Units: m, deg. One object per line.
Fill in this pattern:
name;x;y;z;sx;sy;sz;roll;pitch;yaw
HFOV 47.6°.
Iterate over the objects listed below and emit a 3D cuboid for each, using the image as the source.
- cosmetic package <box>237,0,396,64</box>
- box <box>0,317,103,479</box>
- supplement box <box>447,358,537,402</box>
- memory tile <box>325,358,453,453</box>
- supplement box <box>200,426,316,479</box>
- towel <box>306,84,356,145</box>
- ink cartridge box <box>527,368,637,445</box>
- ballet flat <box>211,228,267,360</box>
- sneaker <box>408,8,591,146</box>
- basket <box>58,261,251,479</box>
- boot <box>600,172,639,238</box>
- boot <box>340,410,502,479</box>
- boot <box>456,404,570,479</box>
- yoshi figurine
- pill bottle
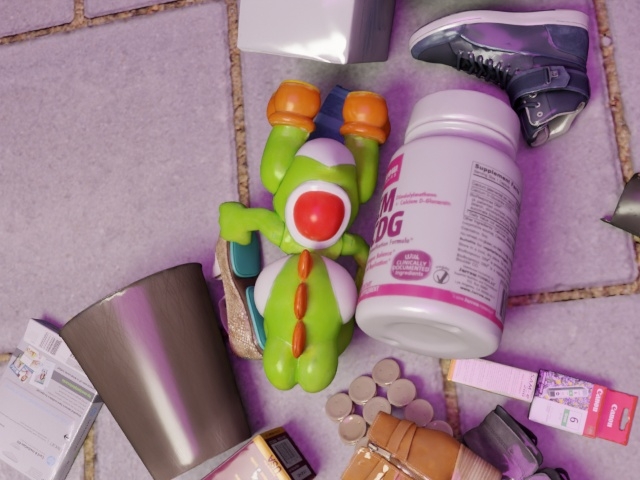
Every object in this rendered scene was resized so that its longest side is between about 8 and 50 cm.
cosmetic package;0.013;-0.335;0.878;0.138;0.225;0.224;11;108;13
box;-0.380;0.223;1.003;0.145;0.038;0.186;25;86;16
supplement box;0.204;0.163;0.864;0.098;0.062;0.036;13;83;16
memory tile;0.079;0.219;0.873;0.113;0.012;0.148;-36;47;-4
supplement box;-0.109;0.320;0.888;0.188;0.104;0.081;-40;75;4
towel;0.021;-0.146;0.978;0.067;0.029;0.119;27;87;16
ink cartridge box;0.308;0.196;0.851;0.115;0.029;0.062;14;83;15
ballet flat;-0.112;0.059;0.956;0.067;0.073;0.206;-20;71;29
sneaker;0.223;-0.200;0.911;0.226;0.086;0.163;0;78;12
basket;-0.194;0.175;0.913;0.204;0.154;0.226;-28;79;7
boot;0.432;-0.074;0.839;0.137;0.077;0.197;30;96;21
boot;0.086;0.291;0.772;0.152;0.073;0.197;25;62;17
boot;0.211;0.372;0.797;0.223;0.118;0.338;-29;74;5
yoshi figurine;-0.011;0.005;0.895;0.204;0.203;0.362;-4;73;39
pill bottle;0.145;-0.020;0.838;0.160;0.160;0.283;8;67;14
